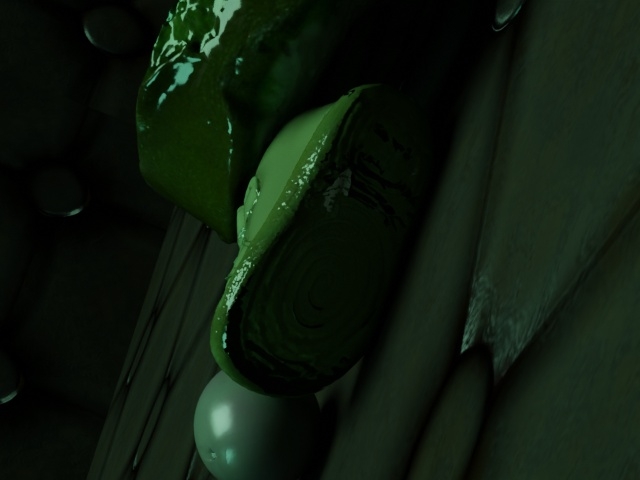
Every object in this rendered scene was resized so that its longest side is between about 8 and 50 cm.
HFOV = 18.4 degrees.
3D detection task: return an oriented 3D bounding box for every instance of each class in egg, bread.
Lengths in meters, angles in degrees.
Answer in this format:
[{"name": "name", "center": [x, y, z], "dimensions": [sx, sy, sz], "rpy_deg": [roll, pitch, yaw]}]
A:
[{"name": "egg", "center": [-0.050, 0.148, 1.585], "dimensions": [0.135, 0.103, 0.103], "rpy_deg": [-88, 21, -71]}, {"name": "bread", "center": [-0.008, -0.176, 1.703], "dimensions": [0.382, 0.129, 0.366], "rpy_deg": [-49, -16, -35]}]

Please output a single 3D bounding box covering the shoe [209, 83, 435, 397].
[{"name": "shoe", "center": [0.004, 0.001, 1.546], "dimensions": [0.262, 0.140, 0.128], "rpy_deg": [-64, 17, -7]}]
